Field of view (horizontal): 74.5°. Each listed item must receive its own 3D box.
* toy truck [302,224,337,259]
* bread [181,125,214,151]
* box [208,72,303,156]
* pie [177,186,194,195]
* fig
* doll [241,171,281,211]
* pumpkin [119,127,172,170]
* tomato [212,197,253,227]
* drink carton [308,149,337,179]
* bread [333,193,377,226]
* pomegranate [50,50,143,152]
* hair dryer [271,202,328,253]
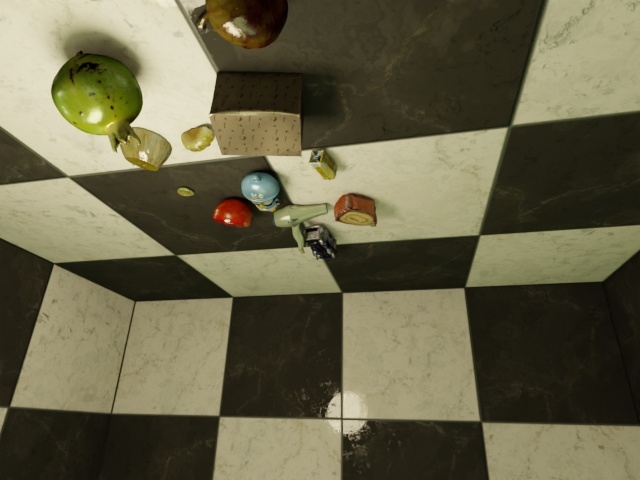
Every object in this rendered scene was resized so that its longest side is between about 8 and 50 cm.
[{"bbox_3d":[0.000,0.000,2.460,0.125,0.155,0.268,-9,151,21],"label":"toy truck"},{"bbox_3d":[-0.489,-0.399,1.687,0.157,0.094,0.083,-21,144,25],"label":"bread"},{"bbox_3d":[-0.211,-0.436,1.470,0.297,0.190,0.225,0,155,0],"label":"box"},{"bbox_3d":[-0.679,-0.245,2.115,0.084,0.021,0.084,1,160,0],"label":"pie"},{"bbox_3d":[-0.247,-0.616,1.121,0.321,0.216,0.217,12,165,37],"label":"fig"},{"bbox_3d":[-0.276,-0.225,1.994,0.177,0.140,0.314,4,159,5],"label":"doll"},{"bbox_3d":[-0.743,-0.364,1.768,0.218,0.109,0.217,1,161,0],"label":"pumpkin"},{"bbox_3d":[-0.443,-0.149,2.177,0.201,0.139,0.233,14,-172,-11],"label":"tomato"},{"bbox_3d":[0.025,-0.315,1.847,0.075,0.084,0.200,-1,158,30],"label":"drink carton"},{"bbox_3d":[0.186,-0.148,2.155,0.244,0.122,0.190,16,154,-27],"label":"bread"},{"bbox_3d":[-0.693,-0.436,1.344,0.261,0.340,0.260,-33,175,-3],"label":"pomegranate"},{"bbox_3d":[-0.071,-0.093,2.253,0.296,0.119,0.298,-29,120,20],"label":"hair dryer"}]
